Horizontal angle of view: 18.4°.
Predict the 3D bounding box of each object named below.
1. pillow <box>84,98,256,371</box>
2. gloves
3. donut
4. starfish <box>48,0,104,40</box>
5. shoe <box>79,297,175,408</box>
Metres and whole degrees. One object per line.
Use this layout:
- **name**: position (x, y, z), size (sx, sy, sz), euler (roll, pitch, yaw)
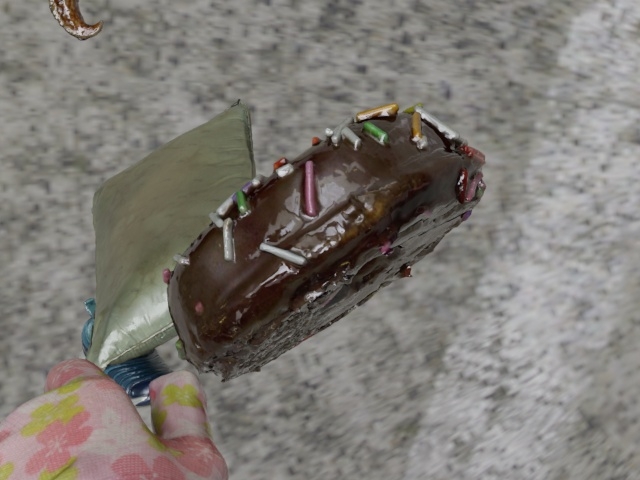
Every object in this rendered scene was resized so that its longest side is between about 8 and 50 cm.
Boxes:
- **pillow**: position (-0.129, -0.005, 1.709), size (0.185, 0.302, 0.075), euler (-33, 118, 13)
- **gloves**: position (-0.132, 0.129, 1.078), size (0.126, 0.241, 0.145), euler (37, 95, -32)
- **donut**: position (0.000, 0.000, 1.438), size (0.270, 0.270, 0.103), euler (-38, 82, 17)
- **starfish**: position (-0.218, -0.254, 1.458), size (0.057, 0.213, 0.238), euler (10, 92, 46)
- **shoe**: position (-0.164, 0.102, 1.706), size (0.143, 0.064, 0.071), euler (33, 131, 54)
